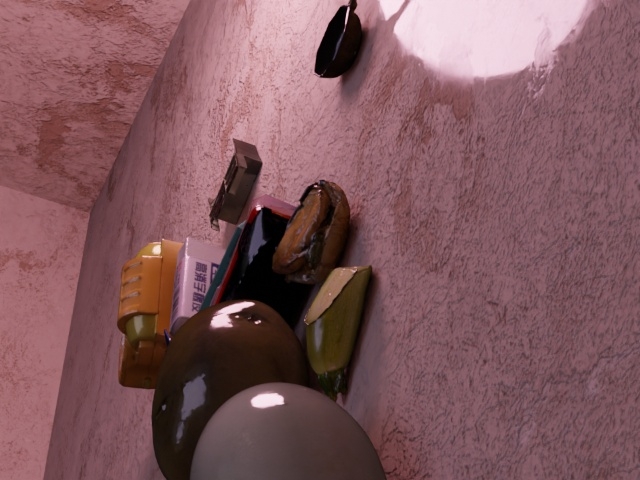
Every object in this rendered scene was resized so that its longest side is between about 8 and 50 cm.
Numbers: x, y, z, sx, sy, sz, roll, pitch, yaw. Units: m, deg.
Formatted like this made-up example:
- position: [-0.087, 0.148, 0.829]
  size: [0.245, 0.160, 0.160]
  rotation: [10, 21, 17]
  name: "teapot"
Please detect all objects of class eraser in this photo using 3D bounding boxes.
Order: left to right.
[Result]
- position: [-0.213, 0.100, 2.359]
  size: [0.210, 0.124, 0.068]
  rotation: [-90, 25, -45]
  name: "eraser"

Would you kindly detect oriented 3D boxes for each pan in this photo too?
- position: [0.050, -0.355, 2.138]
  size: [0.202, 0.048, 0.128]
  rotation: [130, 151, -53]
  name: "pan"

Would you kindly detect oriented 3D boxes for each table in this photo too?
- position: [-0.174, -0.109, 2.544]
  size: [0.175, 0.062, 0.146]
  rotation: [-111, 42, -64]
  name: "table"

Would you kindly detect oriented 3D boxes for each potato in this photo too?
- position: [-0.129, 0.227, 1.834]
  size: [0.243, 0.221, 0.326]
  rotation: [124, 161, -46]
  name: "potato"

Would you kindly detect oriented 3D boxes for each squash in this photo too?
- position: [0.016, 0.125, 1.739]
  size: [0.090, 0.075, 0.200]
  rotation: [-5, 67, 43]
  name: "squash"

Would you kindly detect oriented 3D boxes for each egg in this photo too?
- position: [-0.032, 0.308, 1.454]
  size: [0.230, 0.230, 0.371]
  rotation: [-66, 23, 18]
  name: "egg"

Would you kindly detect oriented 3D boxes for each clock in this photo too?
- position: [-0.321, 0.170, 2.524]
  size: [0.317, 0.200, 0.244]
  rotation: [118, 160, -54]
  name: "clock"

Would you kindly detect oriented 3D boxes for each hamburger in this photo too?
- position: [0.000, 0.007, 1.900]
  size: [0.176, 0.087, 0.102]
  rotation: [-60, 31, 14]
  name: "hamburger"

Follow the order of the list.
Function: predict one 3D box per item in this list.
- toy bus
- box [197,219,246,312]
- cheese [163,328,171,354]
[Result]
- position: [-0.099, 0.081, 2.043]
  size: [0.147, 0.127, 0.302]
  rotation: [-103, 33, -66]
  name: "toy bus"
- position: [-0.139, 0.049, 2.210]
  size: [0.229, 0.041, 0.162]
  rotation: [-63, -11, 27]
  name: "box"
- position: [-0.259, 0.283, 2.304]
  size: [0.155, 0.062, 0.244]
  rotation: [-137, 34, -68]
  name: "cheese"
